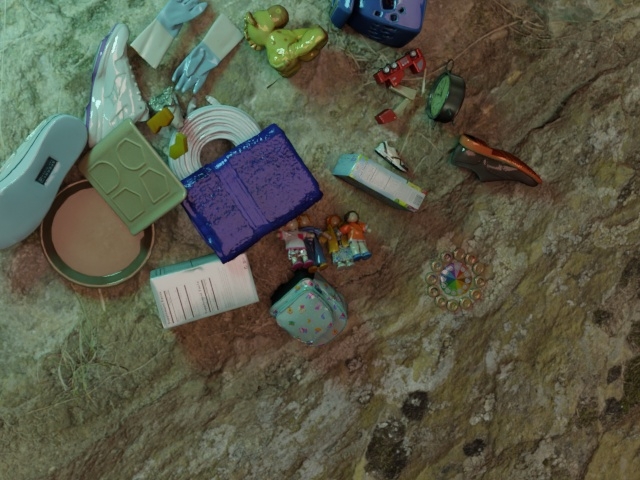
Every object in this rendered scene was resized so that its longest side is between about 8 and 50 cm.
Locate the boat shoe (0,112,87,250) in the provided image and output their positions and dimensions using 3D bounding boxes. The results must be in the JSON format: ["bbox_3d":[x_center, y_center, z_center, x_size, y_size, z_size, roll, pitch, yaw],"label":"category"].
[{"bbox_3d":[-0.700,-0.149,1.716,0.136,0.156,0.367,35,83,-39],"label":"boat shoe"}]

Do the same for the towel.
[{"bbox_3d":[-0.175,-0.115,1.778,0.308,0.076,0.227,-33,95,-5],"label":"towel"}]

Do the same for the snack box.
[{"bbox_3d":[0.150,-0.150,1.898,0.207,0.174,0.070,26,90,-16],"label":"snack box"}]

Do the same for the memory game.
[{"bbox_3d":[0.387,0.113,2.073,0.186,0.012,0.186,-2,97,-13],"label":"memory game"}]

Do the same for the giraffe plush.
[{"bbox_3d":[-0.106,-0.501,1.802,0.210,0.181,0.170,-40,93,-23],"label":"giraffe plush"}]

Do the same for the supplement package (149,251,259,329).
[{"bbox_3d":[-0.296,0.115,1.846,0.244,0.139,0.134,-16,100,-10],"label":"supplement package"}]

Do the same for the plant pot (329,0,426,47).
[{"bbox_3d":[0.144,-0.627,1.810,0.212,0.236,0.236,9,95,-7],"label":"plant pot"}]

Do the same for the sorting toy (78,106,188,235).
[{"bbox_3d":[-0.411,-0.171,1.713,0.307,0.041,0.229,-31,99,30],"label":"sorting toy"}]

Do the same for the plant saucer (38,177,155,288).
[{"bbox_3d":[-0.553,-0.019,1.819,0.278,0.041,0.278,-2,97,-13],"label":"plant saucer"}]

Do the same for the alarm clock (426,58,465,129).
[{"bbox_3d":[0.339,-0.396,1.940,0.064,0.129,0.192,11,74,-16],"label":"alarm clock"}]

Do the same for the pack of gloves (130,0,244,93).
[{"bbox_3d":[-0.329,-0.489,1.793,0.195,0.046,0.232,45,73,-31],"label":"pack of gloves"}]

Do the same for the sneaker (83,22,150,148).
[{"bbox_3d":[-0.481,-0.365,1.765,0.152,0.114,0.305,8,104,-21],"label":"sneaker"}]

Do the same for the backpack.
[{"bbox_3d":[-0.020,0.186,1.913,0.188,0.144,0.166,40,108,-21],"label":"backpack"}]

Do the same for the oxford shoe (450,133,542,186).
[{"bbox_3d":[0.487,-0.201,2.026,0.271,0.097,0.098,24,111,-11],"label":"oxford shoe"}]

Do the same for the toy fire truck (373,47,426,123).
[{"bbox_3d":[0.211,-0.410,1.944,0.192,0.047,0.135,-33,104,-8],"label":"toy fire truck"}]

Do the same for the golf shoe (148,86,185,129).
[{"bbox_3d":[-0.365,-0.315,1.762,0.069,0.176,0.086,-32,117,5],"label":"golf shoe"}]

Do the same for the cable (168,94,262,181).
[{"bbox_3d":[-0.253,-0.212,1.838,0.257,0.089,0.257,25,91,-15],"label":"cable"}]

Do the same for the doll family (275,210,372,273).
[{"bbox_3d":[0.000,0.000,1.904,0.263,0.118,0.163,-6,64,-20],"label":"doll family"}]

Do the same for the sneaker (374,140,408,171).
[{"bbox_3d":[0.199,-0.226,1.969,0.109,0.040,0.044,38,86,-15],"label":"sneaker"}]
